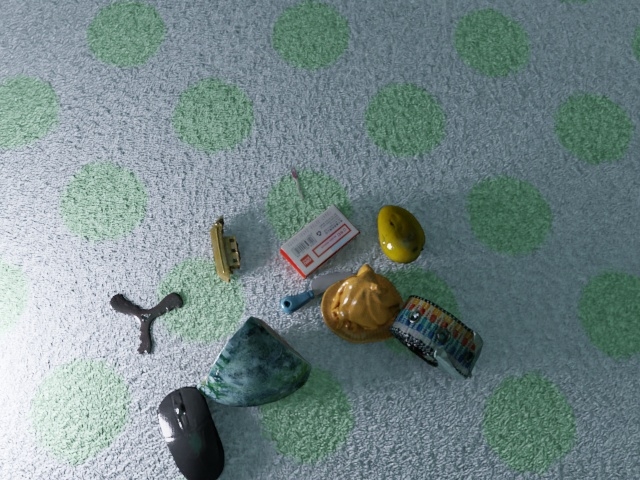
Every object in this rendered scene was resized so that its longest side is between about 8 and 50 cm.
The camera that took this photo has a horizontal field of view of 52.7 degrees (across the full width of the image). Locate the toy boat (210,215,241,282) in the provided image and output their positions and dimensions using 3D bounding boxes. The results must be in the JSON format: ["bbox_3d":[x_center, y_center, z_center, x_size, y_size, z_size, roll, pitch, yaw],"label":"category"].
[{"bbox_3d":[-0.281,0.025,1.920,0.077,0.057,0.201,-10,71,-11],"label":"toy boat"}]

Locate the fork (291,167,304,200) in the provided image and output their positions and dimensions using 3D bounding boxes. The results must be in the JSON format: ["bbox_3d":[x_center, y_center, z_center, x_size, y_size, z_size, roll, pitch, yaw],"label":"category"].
[{"bbox_3d":[-0.072,-0.178,2.024,0.016,0.012,0.115,-18,77,-4],"label":"fork"}]

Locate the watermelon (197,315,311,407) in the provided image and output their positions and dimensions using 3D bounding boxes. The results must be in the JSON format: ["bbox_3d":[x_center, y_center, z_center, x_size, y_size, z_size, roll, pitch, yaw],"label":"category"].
[{"bbox_3d":[-0.190,0.301,1.750,0.319,0.290,0.214,-7,35,-1],"label":"watermelon"}]

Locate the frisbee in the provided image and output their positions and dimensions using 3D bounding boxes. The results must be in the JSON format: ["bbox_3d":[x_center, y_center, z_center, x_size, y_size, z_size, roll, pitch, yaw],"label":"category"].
[{"bbox_3d":[-0.500,0.236,1.859,0.210,0.012,0.188,-5,72,-5],"label":"frisbee"}]

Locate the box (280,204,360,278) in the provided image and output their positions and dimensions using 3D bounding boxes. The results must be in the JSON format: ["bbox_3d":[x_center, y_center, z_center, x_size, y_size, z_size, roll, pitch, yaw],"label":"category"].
[{"bbox_3d":[0.000,0.000,1.944,0.229,0.050,0.123,-40,79,-15],"label":"box"}]

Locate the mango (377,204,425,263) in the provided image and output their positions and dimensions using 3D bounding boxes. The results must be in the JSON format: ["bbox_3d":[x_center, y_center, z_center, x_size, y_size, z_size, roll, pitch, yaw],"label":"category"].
[{"bbox_3d":[0.235,-0.023,1.939,0.137,0.098,0.195,-26,69,-7],"label":"mango"}]

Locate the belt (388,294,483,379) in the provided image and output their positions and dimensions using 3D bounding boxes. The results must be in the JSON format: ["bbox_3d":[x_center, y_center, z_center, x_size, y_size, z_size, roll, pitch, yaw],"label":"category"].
[{"bbox_3d":[0.325,0.267,1.777,0.257,0.207,0.150,36,80,-4],"label":"belt"}]

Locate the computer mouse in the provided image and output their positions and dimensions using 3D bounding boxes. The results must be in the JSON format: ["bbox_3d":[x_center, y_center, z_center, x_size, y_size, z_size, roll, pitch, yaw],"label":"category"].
[{"bbox_3d":[-0.346,0.520,1.730,0.137,0.086,0.270,-23,72,-11],"label":"computer mouse"}]

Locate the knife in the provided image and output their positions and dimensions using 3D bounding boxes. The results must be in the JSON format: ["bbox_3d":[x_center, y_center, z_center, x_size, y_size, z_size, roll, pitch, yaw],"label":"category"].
[{"bbox_3d":[-0.010,0.142,1.908,0.244,0.032,0.058,-28,70,-16],"label":"knife"}]

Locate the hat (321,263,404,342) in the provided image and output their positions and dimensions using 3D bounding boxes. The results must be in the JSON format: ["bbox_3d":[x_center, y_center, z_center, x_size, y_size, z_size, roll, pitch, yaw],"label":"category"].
[{"bbox_3d":[0.143,0.165,1.789,0.244,0.233,0.233,41,71,8],"label":"hat"}]
